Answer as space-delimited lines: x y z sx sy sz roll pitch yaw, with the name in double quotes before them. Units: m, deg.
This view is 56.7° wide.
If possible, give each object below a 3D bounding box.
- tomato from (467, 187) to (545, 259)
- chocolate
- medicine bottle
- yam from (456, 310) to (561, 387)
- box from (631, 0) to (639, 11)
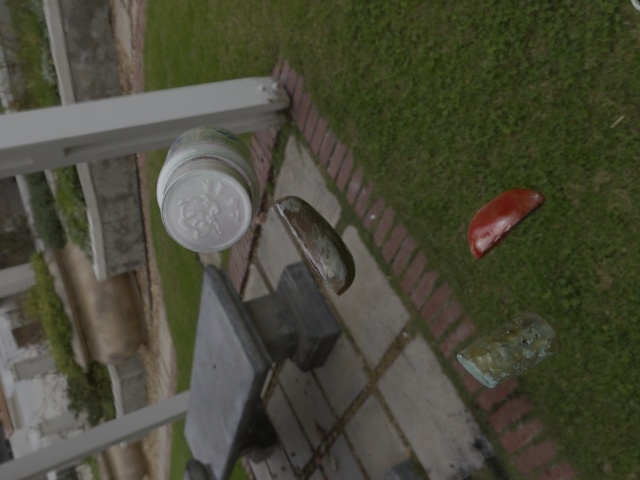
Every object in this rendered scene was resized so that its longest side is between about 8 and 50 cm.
"tomato" 0.367 -0.044 1.223 0.082 0.174 0.166 49 138 12
"chocolate" 0.001 -0.001 1.318 0.254 0.080 0.157 56 -177 2
"medicine bottle" -0.190 -0.092 1.013 0.293 0.170 0.170 -114 18 -66
"yam" 0.396 0.237 1.259 0.107 0.194 0.107 61 175 10
"box" 0.680 -0.621 1.150 0.221 0.166 0.290 -19 91 50
